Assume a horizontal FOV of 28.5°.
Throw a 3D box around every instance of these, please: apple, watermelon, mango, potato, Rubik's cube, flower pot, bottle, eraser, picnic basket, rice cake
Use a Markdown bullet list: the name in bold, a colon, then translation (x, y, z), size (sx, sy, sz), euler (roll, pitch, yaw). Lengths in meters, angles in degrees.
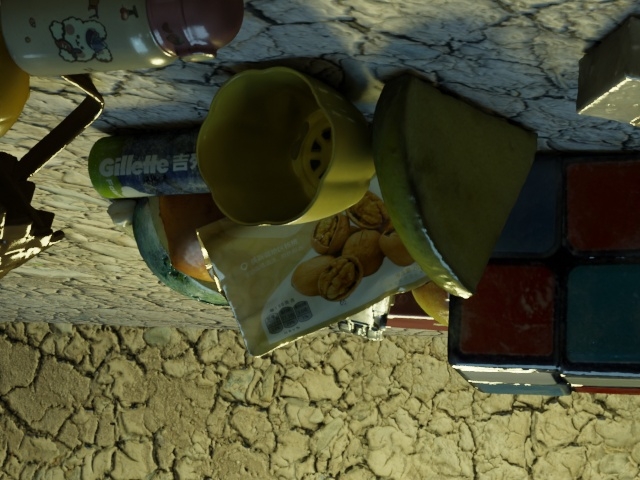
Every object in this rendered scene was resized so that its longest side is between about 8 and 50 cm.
- **apple**: translation (0.255, 0.070, 2.190), size (0.188, 0.174, 0.207), euler (3, 160, -7)
- **watermelon**: translation (-0.218, 0.049, 2.284), size (0.322, 0.188, 0.175), euler (16, 146, -35)
- **mango**: translation (-0.078, -0.031, 1.918), size (0.350, 0.201, 0.199), euler (-1, -166, -13)
- **potato**: translation (0.136, -0.108, 1.562), size (0.112, 0.269, 0.255), euler (-5, 138, 41)
- **Rubik's cube**: translation (0.361, 0.059, 1.843), size (0.313, 0.318, 0.316), euler (0, 169, 14)
- **flower pot**: translation (-0.025, -0.107, 1.544), size (0.195, 0.195, 0.179), euler (-2, 177, 30)
- **bottle**: translation (-0.169, -0.112, 1.768), size (0.330, 0.093, 0.093), euler (-2, 167, 28)
- **eraser**: translation (0.455, -0.157, 1.333), size (0.343, 0.078, 0.144), euler (8, 168, -11)
- **picnic basket**: translation (-0.434, -0.111, 1.529), size (0.321, 0.291, 0.254), euler (-40, 158, 7)
- **rice cake**: translation (-0.340, -0.028, 2.367), size (0.057, 0.052, 0.256), euler (-25, 167, 0)
- **bottle**: translation (-0.186, -0.218, 1.214), size (0.233, 0.110, 0.110), euler (0, 168, 24)

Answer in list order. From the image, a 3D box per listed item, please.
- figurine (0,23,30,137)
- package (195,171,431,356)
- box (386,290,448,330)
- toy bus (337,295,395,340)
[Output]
- **figurine**: translation (-0.424, -0.196, 1.299), size (0.257, 0.167, 0.192), euler (32, 141, -10)
- **package**: translation (-0.010, -0.012, 1.756), size (0.311, 0.221, 0.165), euler (-25, -146, -7)
- **box**: translation (0.230, 0.083, 2.391), size (0.294, 0.167, 0.193), euler (4, 167, 3)
- **toy bus**: translation (0.085, 0.051, 2.154), size (0.097, 0.138, 0.342), euler (12, 152, 5)
